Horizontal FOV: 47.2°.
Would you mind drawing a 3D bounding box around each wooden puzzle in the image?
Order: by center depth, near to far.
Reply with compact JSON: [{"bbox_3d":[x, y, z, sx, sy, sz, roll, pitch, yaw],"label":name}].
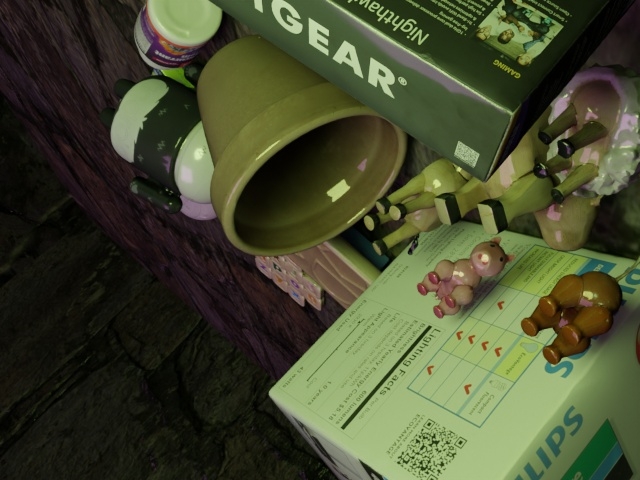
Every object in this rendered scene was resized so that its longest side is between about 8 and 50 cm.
[{"bbox_3d":[0.000,0.000,1.342,0.322,0.080,0.348,42,167,4],"label":"wooden puzzle"}]

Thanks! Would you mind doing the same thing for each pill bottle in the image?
[{"bbox_3d":[-0.225,-0.326,1.123,0.108,0.108,0.193,51,161,-13],"label":"pill bottle"}]

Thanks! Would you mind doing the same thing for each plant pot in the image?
[{"bbox_3d":[-0.054,-0.144,0.972,0.229,0.263,0.263,55,167,29],"label":"plant pot"}]

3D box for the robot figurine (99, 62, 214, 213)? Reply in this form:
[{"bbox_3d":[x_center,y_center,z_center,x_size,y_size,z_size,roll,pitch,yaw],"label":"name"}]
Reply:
[{"bbox_3d":[-0.246,-0.178,1.274,0.278,0.173,0.209,31,137,19],"label":"robot figurine"}]

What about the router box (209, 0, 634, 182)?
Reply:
[{"bbox_3d":[0.061,-0.221,0.504,0.309,0.243,0.081,37,160,15],"label":"router box"}]

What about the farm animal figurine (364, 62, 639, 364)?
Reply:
[{"bbox_3d":[0.191,-0.060,0.734,0.330,0.172,0.327,37,148,46],"label":"farm animal figurine"}]

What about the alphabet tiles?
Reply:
[{"bbox_3d":[-0.098,0.052,1.745,0.284,0.021,0.278,39,160,19],"label":"alphabet tiles"}]

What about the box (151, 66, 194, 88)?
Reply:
[{"bbox_3d":[-0.275,-0.287,1.406,0.109,0.042,0.178,49,161,-9],"label":"box"}]

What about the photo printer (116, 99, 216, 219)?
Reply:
[{"bbox_3d":[-0.318,-0.177,1.613,0.307,0.107,0.256,48,161,-6],"label":"photo printer"}]

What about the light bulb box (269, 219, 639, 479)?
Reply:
[{"bbox_3d":[0.196,0.186,0.891,0.361,0.358,0.225,19,149,55],"label":"light bulb box"}]
